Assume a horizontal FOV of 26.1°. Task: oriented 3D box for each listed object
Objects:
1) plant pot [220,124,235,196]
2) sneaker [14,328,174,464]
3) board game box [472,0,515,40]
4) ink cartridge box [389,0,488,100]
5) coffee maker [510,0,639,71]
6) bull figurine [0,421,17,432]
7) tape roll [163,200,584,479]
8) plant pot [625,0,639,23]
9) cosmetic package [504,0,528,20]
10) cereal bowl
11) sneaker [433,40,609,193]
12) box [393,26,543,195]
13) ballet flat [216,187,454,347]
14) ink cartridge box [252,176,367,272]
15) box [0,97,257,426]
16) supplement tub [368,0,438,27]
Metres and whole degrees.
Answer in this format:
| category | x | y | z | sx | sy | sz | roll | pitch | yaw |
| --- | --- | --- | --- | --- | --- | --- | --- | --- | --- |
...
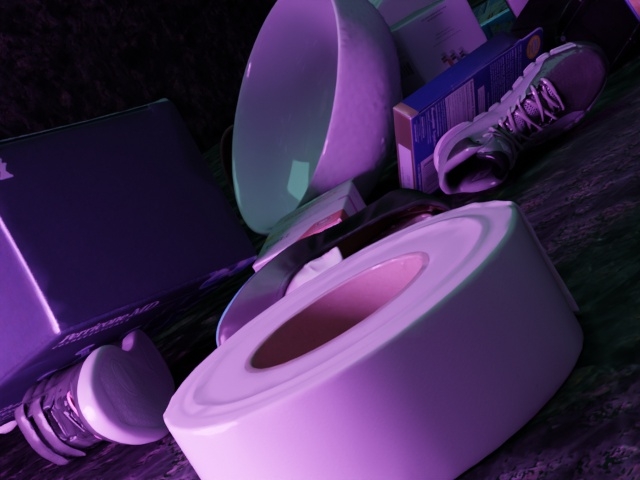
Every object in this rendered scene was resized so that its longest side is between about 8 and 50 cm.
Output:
| category | x | y | z | sx | sy | sz | roll | pitch | yaw |
| --- | --- | --- | --- | --- | --- | --- | --- | --- | --- |
| plant pot | -0.035 | -0.125 | 2.063 | 0.165 | 0.167 | 0.167 | -28 | 7 | -32 |
| sneaker | -0.231 | 0.173 | 1.350 | 0.147 | 0.105 | 0.296 | -33 | 4 | 2 |
| board game box | 0.365 | -0.385 | 2.290 | 0.302 | 0.086 | 0.308 | -28 | 11 | 16 |
| ink cartridge box | 0.157 | -0.223 | 1.874 | 0.127 | 0.176 | 0.128 | -33 | 10 | -27 |
| coffee maker | 0.313 | -0.264 | 1.767 | 0.171 | 0.120 | 0.178 | -34 | 10 | -8 |
| bull figurine | -0.478 | 0.233 | 1.787 | 0.310 | 0.101 | 0.188 | -26 | 8 | 20 |
| tape roll | 0.036 | 0.087 | 0.958 | 0.286 | 0.100 | 0.286 | -31 | 9 | 6 |
| plant pot | 0.440 | -0.358 | 1.549 | 0.236 | 0.236 | 0.212 | -18 | 25 | 49 |
| cosmetic package | 0.323 | -0.419 | 1.889 | 0.217 | 0.156 | 0.385 | -31 | -25 | 12 |
| cereal bowl | 0.011 | -0.164 | 1.801 | 0.141 | 0.339 | 0.339 | 9 | -8 | -24 |
| sneaker | 0.219 | -0.118 | 1.490 | 0.228 | 0.086 | 0.132 | -39 | 12 | 21 |
| box | 0.177 | -0.152 | 1.622 | 0.225 | 0.136 | 0.036 | -35 | 50 | -26 |
| ballet flat | 0.025 | 0.029 | 1.306 | 0.280 | 0.095 | 0.096 | -37 | 24 | -30 |
| ink cartridge box | 0.000 | 0.000 | 1.575 | 0.115 | 0.067 | 0.198 | -29 | 12 | 14 |
| box | -0.320 | 0.051 | 1.524 | 0.293 | 0.212 | 0.395 | -21 | -12 | -48 |
| supplement tub | 0.090 | -0.271 | 2.149 | 0.228 | 0.228 | 0.316 | -36 | 10 | -22 |
